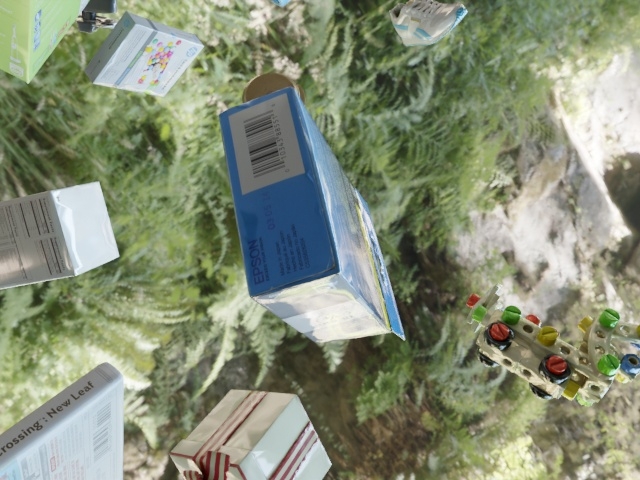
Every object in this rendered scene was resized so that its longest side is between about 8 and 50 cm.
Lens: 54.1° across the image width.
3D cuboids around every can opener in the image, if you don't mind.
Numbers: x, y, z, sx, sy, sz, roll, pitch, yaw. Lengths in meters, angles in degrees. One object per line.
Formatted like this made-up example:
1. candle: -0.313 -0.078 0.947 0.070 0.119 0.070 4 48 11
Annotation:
1. can opener: -0.534 -0.474 1.241 0.283 0.095 0.076 14 -151 4

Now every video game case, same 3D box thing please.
1. video game case: -0.218 0.206 0.433 0.193 0.023 0.213 -38 153 -44

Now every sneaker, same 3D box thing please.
1. sneaker: 0.234 -0.498 1.404 0.087 0.092 0.228 -46 -155 -14

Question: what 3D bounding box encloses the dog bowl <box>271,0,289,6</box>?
1. dog bowl: -0.106 -0.497 1.054 0.074 0.166 0.297 -46 171 4

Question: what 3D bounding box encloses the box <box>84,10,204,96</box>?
1. box: -0.330 -0.346 1.188 0.145 0.038 0.186 -42 165 24

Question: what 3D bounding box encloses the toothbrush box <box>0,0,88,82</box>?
1. toothbrush box: -0.403 -0.393 0.864 0.283 0.122 0.206 -39 -153 57

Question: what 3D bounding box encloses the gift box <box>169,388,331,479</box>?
1. gift box: -0.148 0.493 1.386 0.276 0.255 0.258 -13 -158 42

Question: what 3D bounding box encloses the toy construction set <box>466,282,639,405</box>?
1. toy construction set: 0.394 0.168 1.105 0.327 0.151 0.215 20 -133 34

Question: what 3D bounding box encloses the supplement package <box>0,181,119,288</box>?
1. supplement package: -0.666 -0.011 1.493 0.262 0.198 0.199 -10 -171 14

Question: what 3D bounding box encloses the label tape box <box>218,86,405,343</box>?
1. label tape box: 0.000 0.000 0.816 0.105 0.334 0.241 -18 -116 12

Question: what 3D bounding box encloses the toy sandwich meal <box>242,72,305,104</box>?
1. toy sandwich meal: -0.063 -0.188 0.839 0.085 0.085 0.029 -39 162 -14
